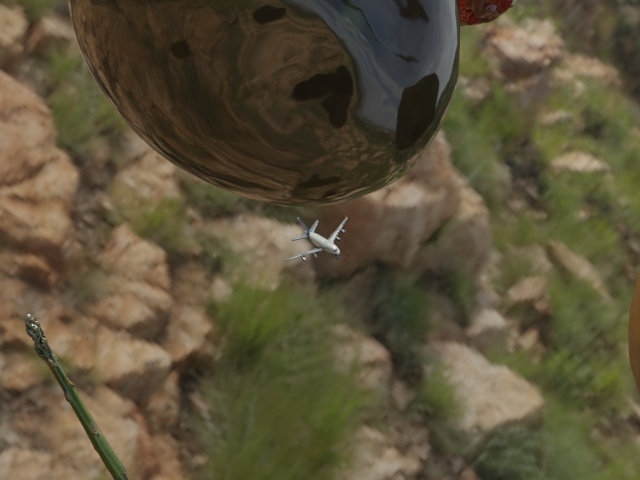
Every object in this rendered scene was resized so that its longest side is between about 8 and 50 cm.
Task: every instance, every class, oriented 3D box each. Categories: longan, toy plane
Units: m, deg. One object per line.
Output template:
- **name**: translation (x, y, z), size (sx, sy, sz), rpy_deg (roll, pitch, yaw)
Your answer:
- **longan**: translation (-0.035, -0.138, 0.831), size (0.246, 0.215, 0.246), rpy_deg (23, -6, 3)
- **toy plane**: translation (0.001, 0.002, 1.463), size (0.084, 0.078, 0.024), rpy_deg (39, -19, 52)

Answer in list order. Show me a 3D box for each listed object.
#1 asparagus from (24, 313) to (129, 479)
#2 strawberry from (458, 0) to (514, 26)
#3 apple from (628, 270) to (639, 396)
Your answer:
- **asparagus**: translation (-0.180, 0.126, 1.101), size (0.166, 0.016, 0.013), rpy_deg (57, 28, 7)
- **strawberry**: translation (0.078, -0.279, 1.327), size (0.205, 0.205, 0.244), rpy_deg (2, 36, -50)
- **apple**: translation (0.344, 0.054, 0.908), size (0.299, 0.275, 0.299), rpy_deg (15, 31, -9)
